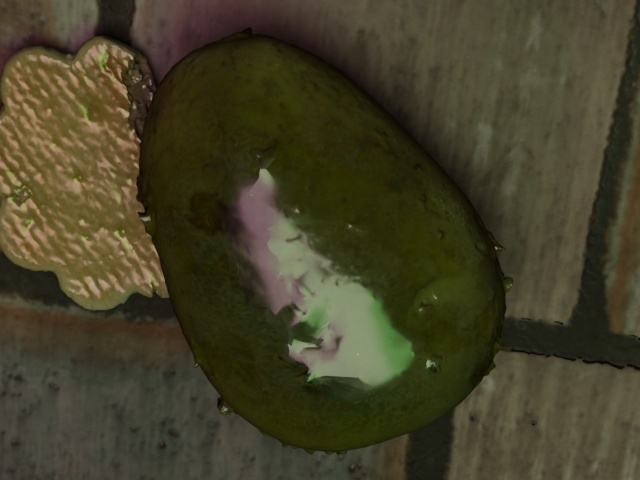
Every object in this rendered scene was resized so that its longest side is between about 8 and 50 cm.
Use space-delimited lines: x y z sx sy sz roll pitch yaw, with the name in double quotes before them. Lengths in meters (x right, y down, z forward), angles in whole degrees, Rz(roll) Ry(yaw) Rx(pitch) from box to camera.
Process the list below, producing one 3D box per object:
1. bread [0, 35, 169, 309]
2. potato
"bread" -0.211 -0.055 1.259 0.181 0.039 0.251 -12 111 10
"potato" -0.019 0.006 1.177 0.269 0.219 0.359 -38 98 8
